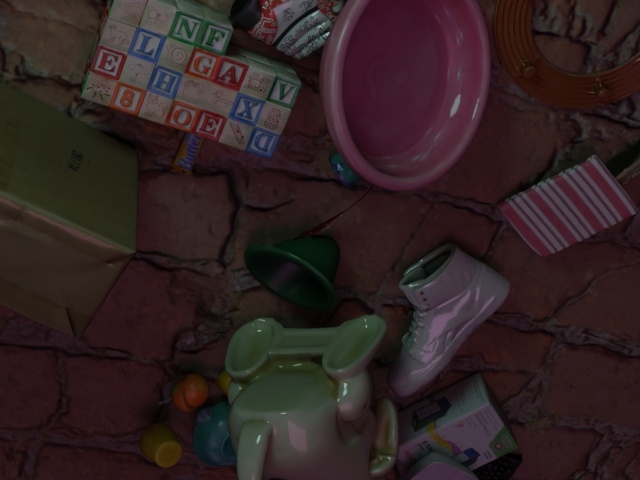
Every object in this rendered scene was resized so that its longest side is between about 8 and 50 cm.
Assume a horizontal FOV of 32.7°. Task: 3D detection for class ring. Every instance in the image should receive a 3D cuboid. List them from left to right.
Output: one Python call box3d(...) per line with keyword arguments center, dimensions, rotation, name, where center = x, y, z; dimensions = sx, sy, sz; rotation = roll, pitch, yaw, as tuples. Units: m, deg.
box3d(center=(0.436, -0.354, 1.696), dimensions=(0.336, 0.032, 0.336), rotation=(-5, 125, -7), name="ring")

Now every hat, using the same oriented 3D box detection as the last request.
box3d(center=(0.000, 0.000, 1.857), dimensions=(0.208, 0.183, 0.173), rotation=(10, 147, 37), name="hat")

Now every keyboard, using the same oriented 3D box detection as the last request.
box3d(center=(0.334, 0.567, 2.294), dimensions=(0.201, 0.033, 0.317), rotation=(16, 120, -20), name="keyboard")

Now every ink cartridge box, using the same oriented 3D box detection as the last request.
box3d(center=(0.252, 0.375, 2.114), dimensions=(0.212, 0.093, 0.154), rotation=(-26, 125, 11), name="ink cartridge box")

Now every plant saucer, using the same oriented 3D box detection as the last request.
box3d(center=(0.116, -0.242, 1.605), dimensions=(0.332, 0.084, 0.332), rotation=(-14, 112, -39), name="plant saucer")

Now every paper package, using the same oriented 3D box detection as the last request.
box3d(center=(-0.427, -0.062, 1.561), dimensions=(0.309, 0.325, 0.168), rotation=(27, 115, -24), name="paper package")

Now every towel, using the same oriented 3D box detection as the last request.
box3d(center=(0.421, -0.058, 1.865), dimensions=(0.197, 0.029, 0.144), rotation=(-28, 123, 28), name="towel")

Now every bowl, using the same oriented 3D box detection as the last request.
box3d(center=(0.217, 0.463, 2.081), dimensions=(0.142, 0.053, 0.142), rotation=(32, 115, -28), name="bowl")

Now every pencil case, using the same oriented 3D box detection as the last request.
box3d(center=(0.086, -0.150, 1.749), dimensions=(0.151, 0.070, 0.064), rotation=(-36, 89, 15), name="pencil case")

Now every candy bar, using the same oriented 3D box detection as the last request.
box3d(center=(-0.192, -0.172, 1.713), dimensions=(0.040, 0.018, 0.161), rotation=(17, 118, -20), name="candy bar")

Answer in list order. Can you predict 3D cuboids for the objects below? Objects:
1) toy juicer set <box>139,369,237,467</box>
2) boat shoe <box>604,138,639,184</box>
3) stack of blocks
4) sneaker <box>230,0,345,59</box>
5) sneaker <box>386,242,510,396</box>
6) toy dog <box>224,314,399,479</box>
box3d(center=(-0.160, 0.329, 2.028), dimensions=(0.329, 0.089, 0.209), rotation=(15, 99, -33), name="toy juicer set")
box3d(center=(0.536, -0.131, 1.850), dimensions=(0.153, 0.056, 0.048), rotation=(-42, 116, 9), name="boat shoe")
box3d(center=(-0.183, -0.253, 1.606), dimensions=(0.297, 0.087, 0.171), rotation=(17, 113, -19), name="stack of blocks")
box3d(center=(0.004, -0.383, 1.567), dimensions=(0.145, 0.090, 0.270), rotation=(30, 116, -28), name="sneaker")
box3d(center=(0.179, 0.133, 1.939), dimensions=(0.169, 0.108, 0.292), rotation=(35, 102, -26), name="sneaker")
box3d(center=(0.012, 0.379, 1.869), dimensions=(0.284, 0.395, 0.408), rotation=(-9, 119, 16), name="toy dog")
